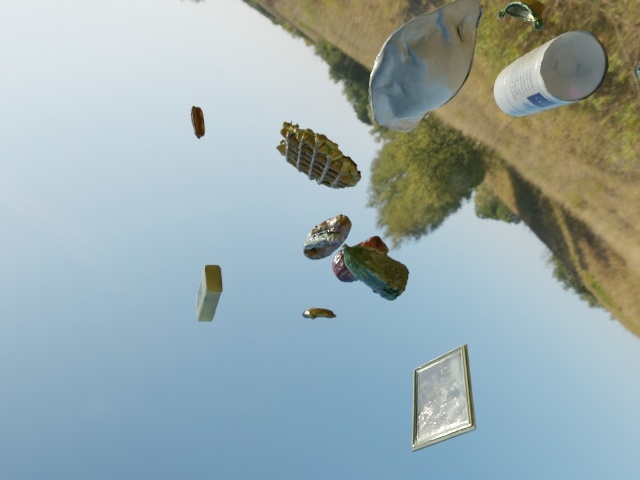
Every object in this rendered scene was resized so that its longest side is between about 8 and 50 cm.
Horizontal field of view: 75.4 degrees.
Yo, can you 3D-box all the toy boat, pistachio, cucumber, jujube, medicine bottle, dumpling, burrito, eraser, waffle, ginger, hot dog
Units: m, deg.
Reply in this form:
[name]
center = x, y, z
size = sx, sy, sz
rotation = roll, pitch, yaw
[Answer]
[toy boat]
center = 0.788, -0.878, 1.601
size = 0.089, 0.088, 0.229
rotation = 29, -161, -39
[pistachio]
center = -0.010, 0.314, 1.800
size = 0.090, 0.173, 0.049
rotation = -6, -91, -56
[cucumber]
center = 0.154, 0.079, 1.275
size = 0.244, 0.134, 0.134
rotation = 34, -159, -27
[jujube]
center = 0.226, 0.102, 2.370
size = 0.216, 0.342, 0.216
rotation = 50, -161, -25
[medicine bottle]
center = 0.692, -0.500, 1.286
size = 0.190, 0.190, 0.332
rotation = 34, -172, -5
[dumpling]
center = 0.257, -0.443, 1.066
size = 0.260, 0.341, 0.181
rotation = -7, -103, -30
[burrito]
center = 0.003, -0.002, 1.848
size = 0.096, 0.066, 0.309
rotation = -5, 177, -27
[eraser]
center = -0.369, 0.174, 1.365
size = 0.058, 0.172, 0.117
rotation = 6, -137, -24
[waffle]
center = -0.018, -0.243, 1.229
size = 0.282, 0.058, 0.301
rotation = 37, 167, -23
[ginger]
center = 0.042, -0.025, 2.128
size = 0.165, 0.321, 0.172
rotation = 49, -155, 5
[hot dog]
center = -0.451, -0.433, 1.521
size = 0.049, 0.122, 0.037
rotation = -6, -177, -32

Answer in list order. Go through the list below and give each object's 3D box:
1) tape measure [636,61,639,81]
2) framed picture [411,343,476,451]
[tape measure]
center = 0.961, -0.406, 1.011
size = 0.262, 0.259, 0.138
rotation = 59, -152, -12
[framed picture]
center = 0.362, 0.470, 1.265
size = 0.019, 0.232, 0.296
rotation = 38, -145, -15
